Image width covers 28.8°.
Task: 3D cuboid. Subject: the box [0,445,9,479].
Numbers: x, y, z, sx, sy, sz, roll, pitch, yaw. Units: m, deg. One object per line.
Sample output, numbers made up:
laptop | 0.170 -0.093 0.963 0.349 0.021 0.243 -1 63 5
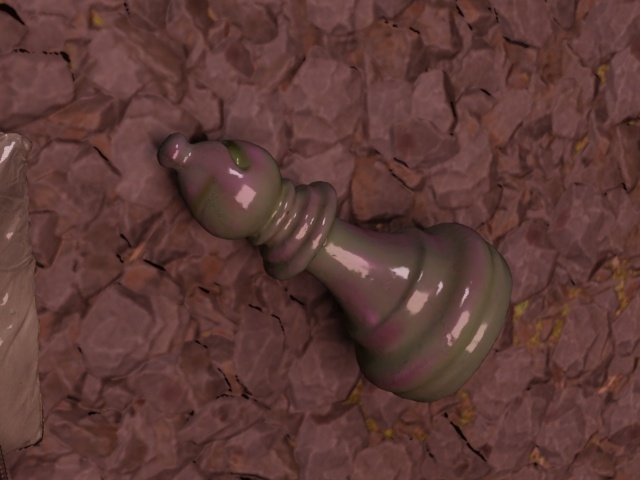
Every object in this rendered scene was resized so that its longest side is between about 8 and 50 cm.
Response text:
box | -0.316 0.164 0.726 0.263 0.108 0.403 -10 110 -11

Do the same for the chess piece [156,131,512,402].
chess piece | 0.000 0.000 0.894 0.272 0.139 0.139 33 86 -23

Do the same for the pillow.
pillow | -0.243 0.044 0.792 0.128 0.051 0.229 -7 110 -26
